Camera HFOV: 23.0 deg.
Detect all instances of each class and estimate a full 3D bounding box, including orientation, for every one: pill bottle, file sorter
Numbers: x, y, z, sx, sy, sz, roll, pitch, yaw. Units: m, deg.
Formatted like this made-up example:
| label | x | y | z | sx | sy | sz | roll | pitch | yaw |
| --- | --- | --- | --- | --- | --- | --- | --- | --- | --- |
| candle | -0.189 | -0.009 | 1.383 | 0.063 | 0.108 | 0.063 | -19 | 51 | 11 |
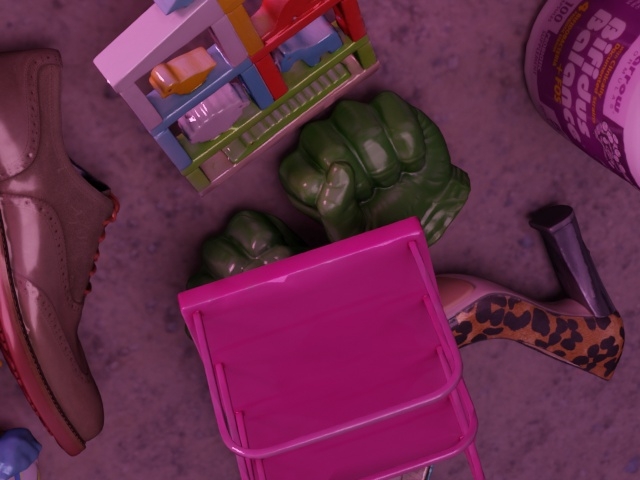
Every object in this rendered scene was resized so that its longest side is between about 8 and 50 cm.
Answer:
| label | x | y | z | sx | sy | sz | roll | pitch | yaw |
| --- | --- | --- | --- | --- | --- | --- | --- | --- | --- |
| pill bottle | 0.298 | -0.116 | 1.281 | 0.169 | 0.301 | 0.169 | -7 | 113 | -16 |
| file sorter | 0.032 | 0.167 | 1.290 | 0.202 | 0.182 | 0.290 | -18 | 136 | 0 |

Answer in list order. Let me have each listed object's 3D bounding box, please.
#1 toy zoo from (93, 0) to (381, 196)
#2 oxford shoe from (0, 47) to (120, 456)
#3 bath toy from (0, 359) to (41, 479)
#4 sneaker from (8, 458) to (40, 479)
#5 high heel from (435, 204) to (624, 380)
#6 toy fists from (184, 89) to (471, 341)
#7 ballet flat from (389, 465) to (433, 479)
| label | x | y | z | sx | sy | sz | roll | pitch | yaw |
| --- | --- | --- | --- | --- | --- | --- | --- | --- | --- |
| toy zoo | -0.059 | -0.144 | 1.199 | 0.192 | 0.030 | 0.293 | -36 | 160 | -2 |
| oxford shoe | -0.214 | 0.014 | 1.268 | 0.130 | 0.123 | 0.348 | -20 | 117 | -16 |
| bath toy | -0.345 | 0.045 | 1.227 | 0.129 | 0.151 | 0.348 | -11 | 115 | 26 |
| sneaker | -0.297 | 0.289 | 1.346 | 0.091 | 0.126 | 0.240 | 17 | 105 | -24 |
| high heel | 0.159 | 0.107 | 1.444 | 0.261 | 0.093 | 0.186 | -31 | 116 | -11 |
| toy fists | 0.000 | 0.000 | 1.347 | 0.142 | 0.096 | 0.279 | 38 | 97 | -26 |
| ballet flat | 0.070 | 0.241 | 1.491 | 0.052 | 0.057 | 0.168 | 10 | 108 | -11 |
